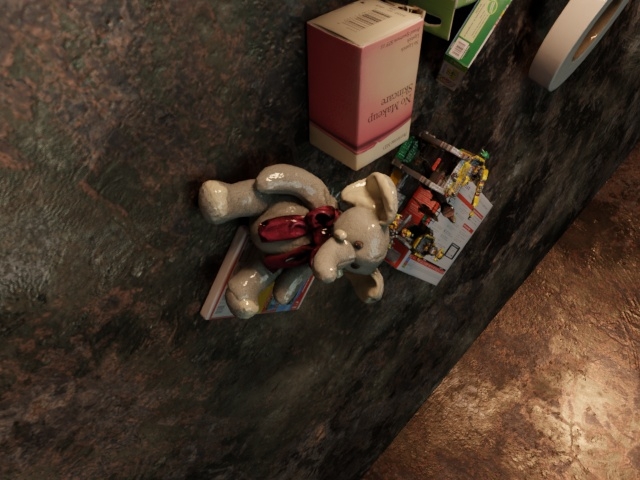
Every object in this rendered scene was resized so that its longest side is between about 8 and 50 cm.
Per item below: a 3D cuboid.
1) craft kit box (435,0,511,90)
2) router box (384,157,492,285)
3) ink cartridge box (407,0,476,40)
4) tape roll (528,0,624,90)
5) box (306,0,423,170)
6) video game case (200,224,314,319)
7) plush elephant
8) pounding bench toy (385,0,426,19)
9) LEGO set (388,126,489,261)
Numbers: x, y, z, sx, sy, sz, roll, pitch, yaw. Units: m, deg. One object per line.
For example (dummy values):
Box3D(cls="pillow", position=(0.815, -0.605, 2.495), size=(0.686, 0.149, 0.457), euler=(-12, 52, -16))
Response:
Box3D(cls="craft kit box", position=(0.318, -0.429, 1.062), size=(0.250, 0.061, 0.246), euler=(-58, 179, 10))
Box3D(cls="router box", position=(0.330, -0.035, 1.545), size=(0.301, 0.082, 0.335), euler=(-56, 148, 6))
Box3D(cls="ink cartridge box", position=(0.218, -0.467, 0.938), size=(0.062, 0.109, 0.209), euler=(-30, 142, -31))
Box3D(cls="tape roll", position=(0.682, -0.563, 1.392), size=(0.392, 0.072, 0.392), euler=(-45, 164, -16))
Box3D(cls="box", position=(0.071, -0.264, 0.934), size=(0.149, 0.127, 0.232), euler=(-34, 144, -28))
Box3D(cls="video game case", position=(-0.101, 0.066, 1.142), size=(0.285, 0.025, 0.204), euler=(3, 119, -53))
Box3D(cls="plush elephant", position=(0.000, 0.000, 0.954), size=(0.330, 0.255, 0.271), euler=(-30, 127, -41))
Box3D(cls="pounding bench toy", position=(0.134, -0.391, 0.967), size=(0.065, 0.083, 0.052), euler=(3, 122, -17))
Box3D(cls="LEGO set", position=(0.262, -0.085, 1.238), size=(0.255, 0.192, 0.331), euler=(33, 99, -34))
